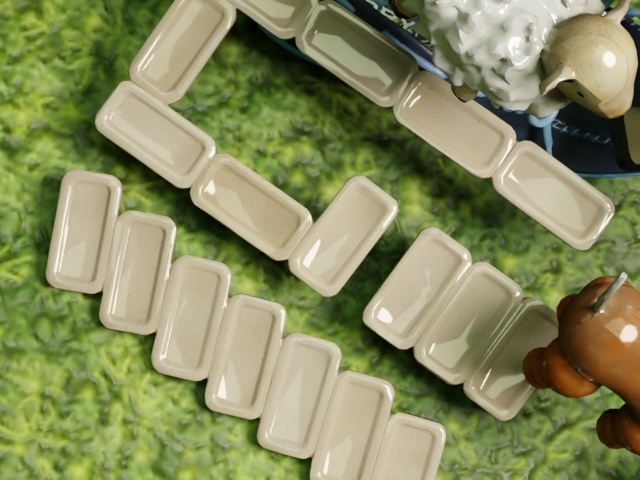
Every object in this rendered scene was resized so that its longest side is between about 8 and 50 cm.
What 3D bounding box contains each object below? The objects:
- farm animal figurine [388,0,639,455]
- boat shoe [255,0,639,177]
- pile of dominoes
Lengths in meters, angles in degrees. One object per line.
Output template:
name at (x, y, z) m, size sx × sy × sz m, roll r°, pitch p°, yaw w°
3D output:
farm animal figurine at (0.234, -0.059, 0.709) m, size 0.330 × 0.172 × 0.326 m, roll -26°, pitch 91°, yaw -21°
boat shoe at (0.084, -0.096, 0.806) m, size 0.258 × 0.089 × 0.109 m, roll 14°, pitch 72°, yaw -7°
pile of dominoes at (0.000, 0.000, 0.785) m, size 0.251 × 0.040 × 0.196 m, roll 36°, pitch 90°, yaw 2°
